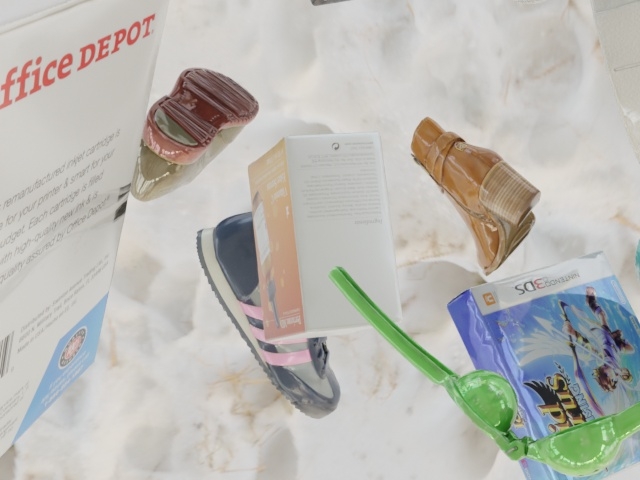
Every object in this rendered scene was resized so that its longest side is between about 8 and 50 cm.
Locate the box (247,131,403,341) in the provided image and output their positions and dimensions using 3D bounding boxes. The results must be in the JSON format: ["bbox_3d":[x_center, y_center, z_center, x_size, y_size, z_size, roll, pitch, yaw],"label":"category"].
[{"bbox_3d":[0.000,0.000,0.933,0.091,0.130,0.171,-4,82,-20],"label":"box"}]

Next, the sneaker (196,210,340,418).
[{"bbox_3d":[-0.029,0.097,1.328,0.131,0.112,0.319,-24,119,15],"label":"sneaker"}]

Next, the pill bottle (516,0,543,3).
[{"bbox_3d":[0.191,-0.257,0.494,0.318,0.176,0.176,-35,79,42],"label":"pill bottle"}]

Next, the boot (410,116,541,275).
[{"bbox_3d":[0.165,-0.051,1.161,0.152,0.197,0.073,38,67,18],"label":"boot"}]

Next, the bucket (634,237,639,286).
[{"bbox_3d":[0.519,0.059,1.231,0.281,0.183,0.281,-3,129,-3],"label":"bucket"}]

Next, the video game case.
[{"bbox_3d":[0.316,0.162,1.290,0.244,0.061,0.270,-13,71,-33],"label":"video game case"}]

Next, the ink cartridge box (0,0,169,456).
[{"bbox_3d":[-0.140,-0.011,0.388,0.085,0.148,0.203,23,119,10],"label":"ink cartridge box"}]

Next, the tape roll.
[{"bbox_3d":[0.351,-0.241,1.073,0.072,0.392,0.392,-12,84,26],"label":"tape roll"}]

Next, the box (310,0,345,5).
[{"bbox_3d":[0.148,-0.576,1.742,0.343,0.312,0.179,-14,73,-20],"label":"box"}]

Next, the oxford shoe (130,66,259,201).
[{"bbox_3d":[-0.195,-0.161,1.527,0.123,0.348,0.130,37,117,2],"label":"oxford shoe"}]

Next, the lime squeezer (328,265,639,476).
[{"bbox_3d":[0.135,0.094,0.681,0.310,0.059,0.110,9,107,27],"label":"lime squeezer"}]
